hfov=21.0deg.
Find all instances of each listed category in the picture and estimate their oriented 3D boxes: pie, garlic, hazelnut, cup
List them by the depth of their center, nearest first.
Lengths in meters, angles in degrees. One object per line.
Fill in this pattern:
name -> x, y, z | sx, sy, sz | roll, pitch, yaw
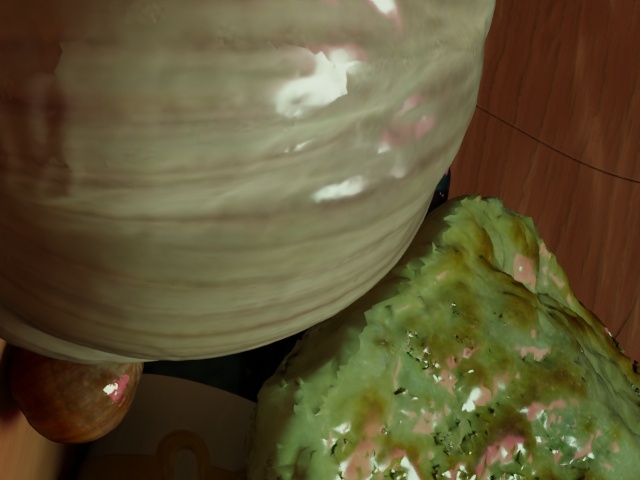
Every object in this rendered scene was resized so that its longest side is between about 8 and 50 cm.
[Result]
garlic -> -0.056, -0.091, 0.679 | 0.317, 0.259, 0.317 | 171, -90, -67
hazelnut -> -0.145, 0.079, 1.027 | 0.086, 0.086, 0.086 | 11, 90, -82
cup -> -0.075, 0.233, 1.200 | 0.185, 0.241, 0.226 | 116, -4, -65
pie -> 0.131, 0.166, 1.212 | 0.418, 0.180, 0.395 | 52, 43, -24

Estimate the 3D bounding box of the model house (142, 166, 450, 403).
model house -> 0.000, 0.000, 1.370 | 0.226, 0.241, 0.261 | -54, 154, -66
